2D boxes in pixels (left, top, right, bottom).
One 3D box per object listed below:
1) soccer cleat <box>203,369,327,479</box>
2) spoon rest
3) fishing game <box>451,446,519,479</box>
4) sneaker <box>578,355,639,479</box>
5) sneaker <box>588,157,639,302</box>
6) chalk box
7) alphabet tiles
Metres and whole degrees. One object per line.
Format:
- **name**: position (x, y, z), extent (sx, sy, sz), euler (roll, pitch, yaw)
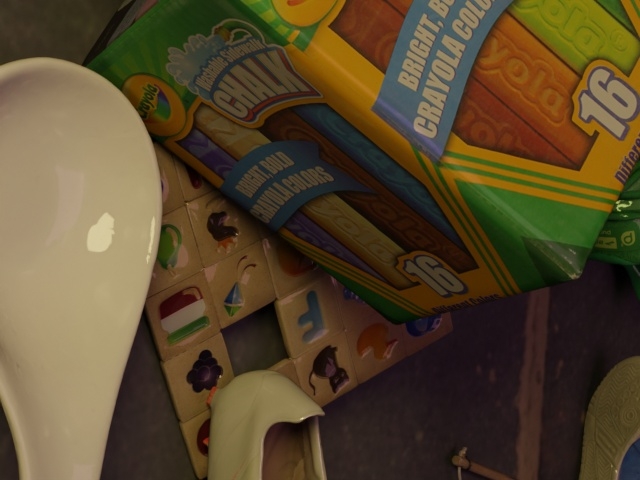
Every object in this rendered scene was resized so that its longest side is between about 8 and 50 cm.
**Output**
- **soccer cleat**: position (-0.033, 0.169, 0.856), extent (0.068, 0.076, 0.196), euler (-8, 108, -37)
- **spoon rest**: position (-0.137, 0.051, 0.732), extent (0.137, 0.084, 0.276), euler (8, 90, -48)
- **fishing game**: position (0.119, 0.291, 1.066), extent (0.189, 0.041, 0.264), euler (34, 64, -46)
- **sneaker**: position (0.246, 0.165, 1.186), extent (0.085, 0.058, 0.152), euler (11, 91, -42)
- **sneaker**: position (0.224, -0.048, 1.095), extent (0.295, 0.109, 0.123), euler (47, 58, -41)
- **chalk box**: position (0.012, -0.118, 0.766), extent (0.289, 0.179, 0.180), euler (38, 65, -17)
- **alphabet tiles**: position (0.000, 0.000, 0.890), extent (0.237, 0.009, 0.198), euler (-28, 118, -29)
